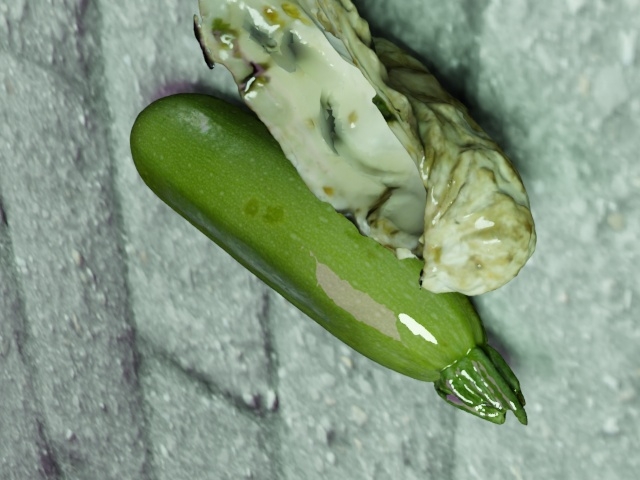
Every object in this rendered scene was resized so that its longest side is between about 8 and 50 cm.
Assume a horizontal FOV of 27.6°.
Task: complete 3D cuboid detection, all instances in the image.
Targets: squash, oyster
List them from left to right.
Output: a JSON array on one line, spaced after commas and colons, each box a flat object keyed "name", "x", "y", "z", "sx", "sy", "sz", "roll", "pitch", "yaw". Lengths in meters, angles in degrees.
[{"name": "squash", "x": 0.000, "y": 0.000, "z": 0.813, "sx": 0.341, "sy": 0.094, "sz": 0.094, "roll": 38, "pitch": 139, "yaw": 26}, {"name": "oyster", "x": 0.011, "y": -0.101, "z": 0.705, "sx": 0.294, "sy": 0.094, "sz": 0.166, "roll": 58, "pitch": 166, "yaw": 0}]
